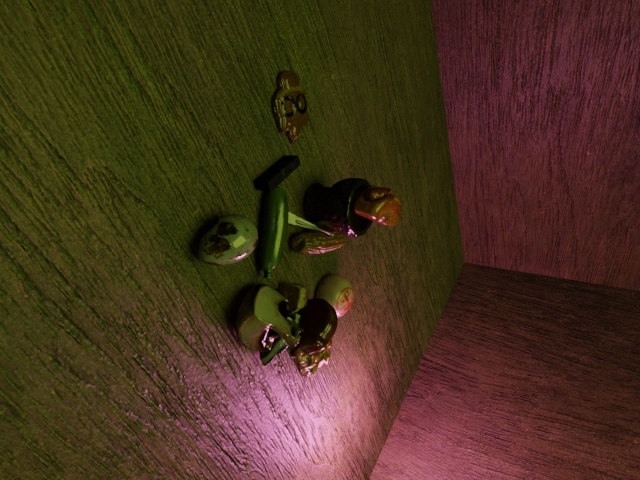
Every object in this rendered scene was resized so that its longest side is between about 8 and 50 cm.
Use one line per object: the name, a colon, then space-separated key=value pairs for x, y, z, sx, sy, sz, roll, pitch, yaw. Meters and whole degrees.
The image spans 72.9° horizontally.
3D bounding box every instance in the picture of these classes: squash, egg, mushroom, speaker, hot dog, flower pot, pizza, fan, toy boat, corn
squash: x=-0.190 y=-0.040 z=1.767 sx=0.107 sy=0.107 sz=0.395 roll=3 pitch=95 yaw=-56
egg: x=-0.326 y=0.002 z=1.522 sx=0.231 sy=0.169 sz=0.169 roll=-36 pitch=127 yaw=-33
mushroom: x=-0.228 y=0.317 z=1.774 sx=0.292 sy=0.212 sz=0.217 roll=28 pitch=28 yaw=-32
speaker: x=-0.173 y=-0.276 z=1.759 sx=0.218 sy=0.082 sz=0.044 roll=-50 pitch=135 yaw=-39
hot dog: x=0.262 y=-0.159 z=1.902 sx=0.256 sy=0.150 sz=0.153 roll=16 pitch=95 yaw=-56
flower pot: x=0.080 y=-0.162 z=1.993 sx=0.266 sy=0.267 sz=0.266 roll=-21 pitch=116 yaw=-52
pizza: x=-0.023 y=0.569 z=2.182 sx=0.323 sy=0.089 sz=0.223 roll=-23 pitch=113 yaw=-51
fan: x=-0.051 y=-0.072 z=1.943 sx=0.282 sy=0.023 sz=0.057 roll=17 pitch=82 yaw=-31
toy boat: x=-0.167 y=0.435 z=1.892 sx=0.262 sy=0.114 sz=0.115 roll=-42 pitch=122 yaw=-23
corn: x=0.000 y=0.000 z=2.050 sx=0.363 sy=0.120 sz=0.120 roll=-8 pitch=105 yaw=-50

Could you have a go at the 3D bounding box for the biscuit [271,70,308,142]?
biscuit: x=-0.121 y=-0.553 z=1.805 sx=0.208 sy=0.041 sz=0.290 roll=-33 pitch=123 yaw=-47

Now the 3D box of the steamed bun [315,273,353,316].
steamed bun: x=0.087 y=0.290 z=2.217 sx=0.232 sy=0.145 sz=0.232 roll=-18 pitch=112 yaw=-53

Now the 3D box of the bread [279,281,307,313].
bread: x=-0.124 y=0.255 z=1.913 sx=0.069 sy=0.128 sz=0.140 roll=1 pitch=101 yaw=-56

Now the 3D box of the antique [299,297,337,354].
antique: x=-0.022 y=0.399 z=2.024 sx=0.129 sy=0.223 sz=0.278 roll=48 pitch=25 yaw=-33
